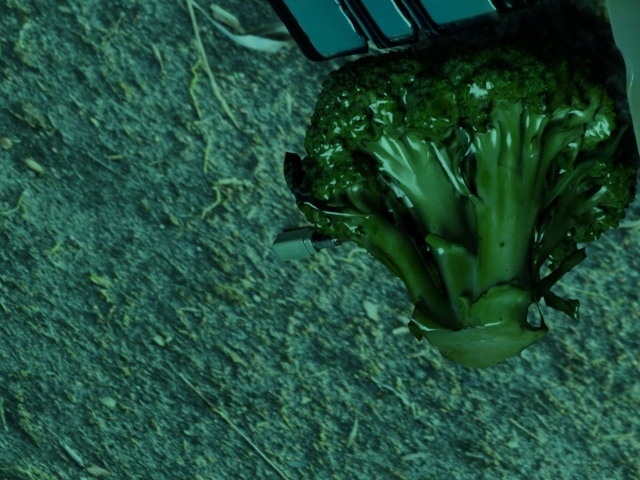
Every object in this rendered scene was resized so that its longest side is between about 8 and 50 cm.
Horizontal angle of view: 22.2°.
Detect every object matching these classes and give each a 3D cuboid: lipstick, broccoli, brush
[{"bbox_3d":[0.000,0.000,1.716,0.107,0.025,0.025,-10,122,35],"label":"lipstick"},{"bbox_3d":[0.136,-0.033,1.399,0.304,0.283,0.321,-28,141,33],"label":"broccoli"},{"bbox_3d":[0.283,-0.136,1.348,0.050,0.060,0.321,-126,13,-57],"label":"brush"}]

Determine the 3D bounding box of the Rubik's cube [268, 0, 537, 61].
[{"bbox_3d":[0.072,-0.320,1.103,0.283,0.293,0.288,56,155,-17],"label":"Rubik's cube"}]
